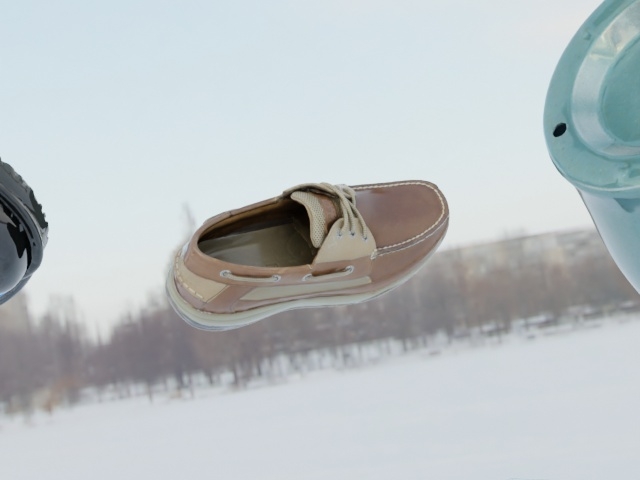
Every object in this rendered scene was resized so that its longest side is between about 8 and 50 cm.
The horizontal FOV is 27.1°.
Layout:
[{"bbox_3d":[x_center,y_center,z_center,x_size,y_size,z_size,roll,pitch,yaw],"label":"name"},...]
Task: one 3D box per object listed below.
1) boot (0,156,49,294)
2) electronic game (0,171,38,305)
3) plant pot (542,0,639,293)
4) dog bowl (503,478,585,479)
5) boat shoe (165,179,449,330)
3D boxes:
[{"bbox_3d":[-0.357,0.026,1.042,0.131,0.260,0.348,5,-27,21],"label":"boot"},{"bbox_3d":[-0.463,-0.011,1.664,0.229,0.229,0.048,-8,-19,-18],"label":"electronic game"},{"bbox_3d":[0.299,-0.056,0.926,0.255,0.272,0.271,31,-30,-35],"label":"plant pot"},{"bbox_3d":[0.189,0.346,1.187,0.074,0.297,0.166,9,24,40],"label":"dog bowl"},{"bbox_3d":[0.000,0.000,1.372,0.324,0.123,0.116,-20,-27,-24],"label":"boat shoe"}]
